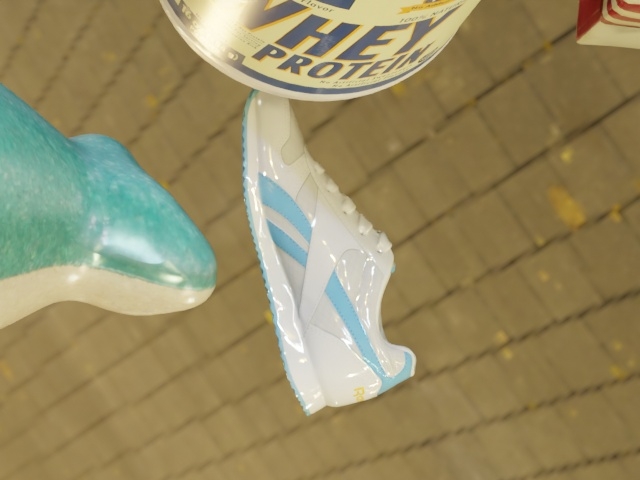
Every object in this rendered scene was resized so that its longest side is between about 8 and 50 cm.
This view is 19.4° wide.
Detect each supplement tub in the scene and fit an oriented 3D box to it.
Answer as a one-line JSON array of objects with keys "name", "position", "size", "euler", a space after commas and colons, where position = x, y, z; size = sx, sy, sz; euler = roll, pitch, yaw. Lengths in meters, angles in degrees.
[{"name": "supplement tub", "position": [0.025, -0.240, 1.141], "size": [0.235, 0.235, 0.325], "euler": [55, 161, 5]}]

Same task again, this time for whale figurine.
[{"name": "whale figurine", "position": [-0.163, -0.033, 0.680], "size": [0.216, 0.272, 0.141], "euler": [44, 123, 49]}]

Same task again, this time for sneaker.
[{"name": "sneaker", "position": [0.000, 0.000, 1.290], "size": [0.087, 0.092, 0.229], "euler": [72, -177, -87]}]

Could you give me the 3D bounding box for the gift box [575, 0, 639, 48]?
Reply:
[{"name": "gift box", "position": [0.246, -0.190, 0.722], "size": [0.276, 0.258, 0.255], "euler": [-62, -22, -86]}]
